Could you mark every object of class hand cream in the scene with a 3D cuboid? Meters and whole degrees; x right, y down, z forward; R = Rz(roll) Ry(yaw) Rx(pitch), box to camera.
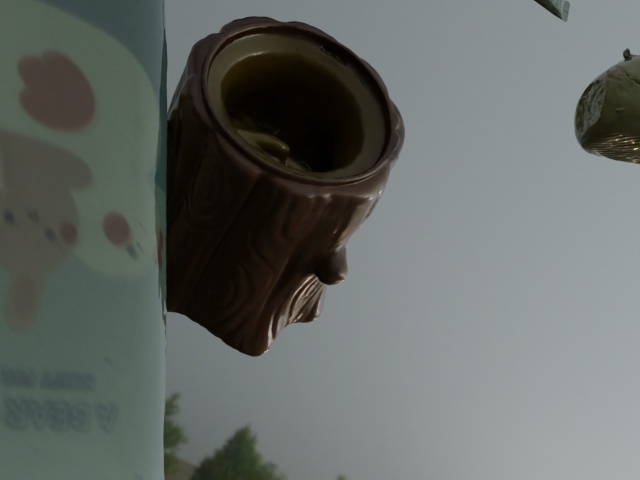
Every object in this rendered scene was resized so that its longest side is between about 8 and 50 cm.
[{"bbox_3d":[0.336,-0.433,1.583,0.194,0.067,0.042,35,-50,-13],"label":"hand cream"}]

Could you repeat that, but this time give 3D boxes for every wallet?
[{"bbox_3d":[-0.185,-0.014,0.520,0.083,0.361,0.252,-16,-21,38],"label":"wallet"}]

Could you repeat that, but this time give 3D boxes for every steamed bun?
[{"bbox_3d":[0.493,-0.193,1.365,0.238,0.153,0.170,6,-7,2],"label":"steamed bun"}]

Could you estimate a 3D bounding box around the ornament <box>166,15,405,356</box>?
[{"bbox_3d":[-0.058,-0.055,0.796,0.221,0.235,0.218,10,-34,-20],"label":"ornament"}]
